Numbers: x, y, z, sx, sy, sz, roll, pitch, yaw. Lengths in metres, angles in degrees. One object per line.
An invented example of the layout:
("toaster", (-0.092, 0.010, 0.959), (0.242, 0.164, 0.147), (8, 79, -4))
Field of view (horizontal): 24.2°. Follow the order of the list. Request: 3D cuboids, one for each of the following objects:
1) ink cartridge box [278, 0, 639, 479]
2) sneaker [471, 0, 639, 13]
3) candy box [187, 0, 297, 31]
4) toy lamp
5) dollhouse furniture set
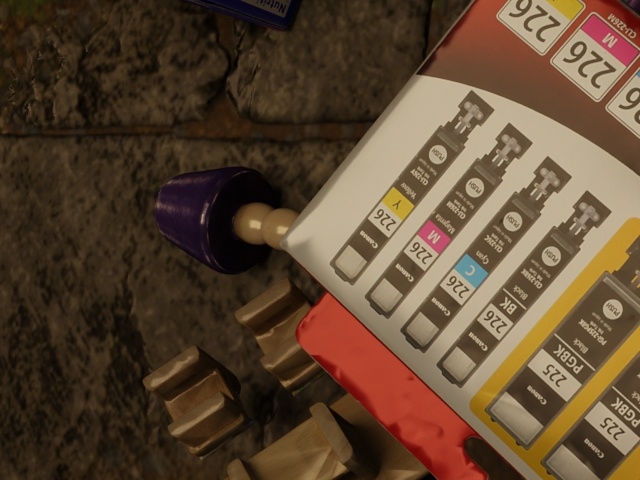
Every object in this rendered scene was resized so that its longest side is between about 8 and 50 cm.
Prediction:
("ink cartridge box", (0.147, 0.053, 0.750), (0.309, 0.130, 0.272), (43, 105, 17))
("sneaker", (0.152, -0.163, 0.899), (0.305, 0.114, 0.152), (-55, 41, 13))
("candy box", (-0.095, -0.342, 1.095), (0.268, 0.122, 0.317), (26, 98, 37))
("toy lamp", (0.000, 0.000, 0.993), (0.275, 0.080, 0.080), (13, 91, 39))
("dollhouse furniture set", (-0.035, 0.192, 0.981), (0.242, 0.161, 0.212), (-35, 61, 4))
